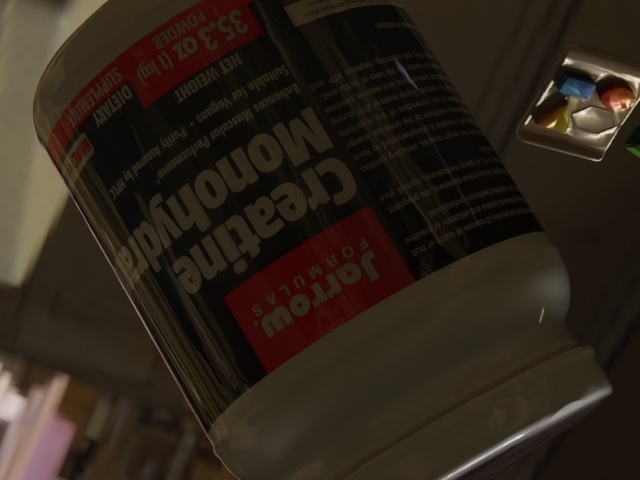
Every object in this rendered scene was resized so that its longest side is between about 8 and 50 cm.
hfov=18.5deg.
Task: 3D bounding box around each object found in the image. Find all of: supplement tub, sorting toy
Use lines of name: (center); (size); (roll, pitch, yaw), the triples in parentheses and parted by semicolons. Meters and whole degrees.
supplement tub: (0.000, 0.000, 0.953); (0.191, 0.272, 0.191); (-30, 168, -7)
sorting toy: (0.153, -0.069, 1.043); (0.062, 0.083, 0.012); (-62, -151, 28)
